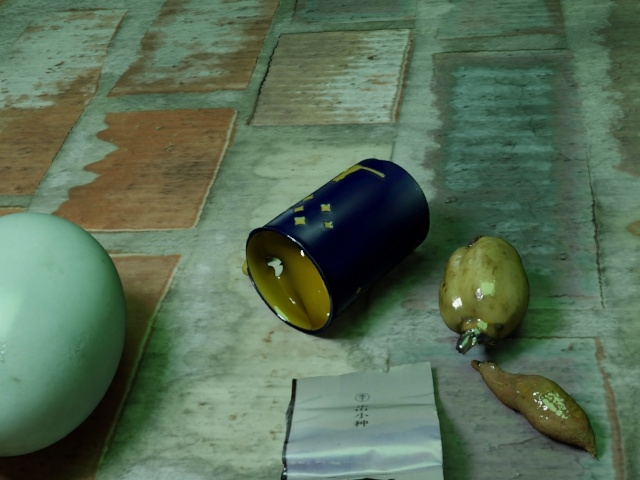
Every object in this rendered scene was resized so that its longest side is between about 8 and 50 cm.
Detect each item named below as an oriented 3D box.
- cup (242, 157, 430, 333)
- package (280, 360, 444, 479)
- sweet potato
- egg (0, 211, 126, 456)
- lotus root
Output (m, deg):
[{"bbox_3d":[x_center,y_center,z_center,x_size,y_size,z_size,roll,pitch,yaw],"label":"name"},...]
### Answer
[{"bbox_3d":[0.002,-0.016,1.581,0.255,0.178,0.256,24,45,33],"label":"cup"},{"bbox_3d":[0.053,0.246,1.333,0.204,0.062,0.251,-4,24,5],"label":"package"},{"bbox_3d":[0.274,0.201,1.339,0.068,0.068,0.226,-29,41,-25],"label":"sweet potato"},{"bbox_3d":[-0.404,0.117,1.396,0.276,0.276,0.389,-7,34,2],"label":"egg"},{"bbox_3d":[0.231,0.081,1.462,0.118,0.125,0.220,31,40,-19],"label":"lotus root"}]
